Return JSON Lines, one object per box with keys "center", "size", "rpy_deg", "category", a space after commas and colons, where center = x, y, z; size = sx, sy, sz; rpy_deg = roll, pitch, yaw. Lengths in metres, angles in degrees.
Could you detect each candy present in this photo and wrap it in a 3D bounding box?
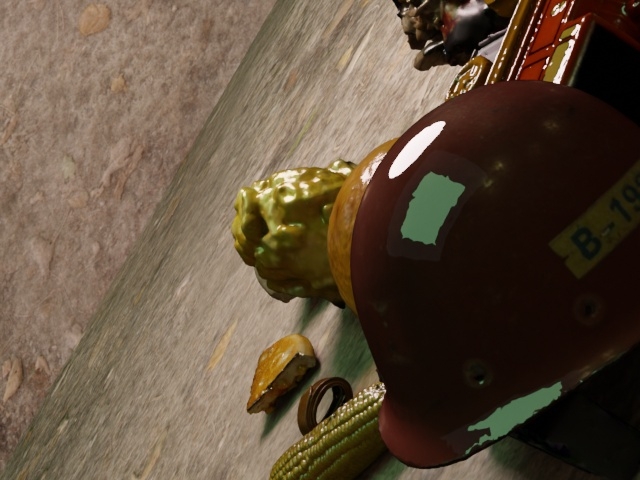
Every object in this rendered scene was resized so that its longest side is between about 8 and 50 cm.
{"center": [0.188, 0.153, 1.418], "size": [0.061, 0.088, 0.312], "rpy_deg": [-61, 16, -5], "category": "candy"}

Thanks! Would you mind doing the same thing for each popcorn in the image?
{"center": [0.000, 0.000, 2.027], "size": [0.266, 0.233, 0.192], "rpy_deg": [56, -150, -69], "category": "popcorn"}

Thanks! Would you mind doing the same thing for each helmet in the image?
{"center": [0.151, -0.010, 1.381], "size": [0.385, 0.230, 0.337], "rpy_deg": [-40, 16, -26], "category": "helmet"}

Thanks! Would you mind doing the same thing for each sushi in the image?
{"center": [0.211, -0.347, 2.095], "size": [0.225, 0.219, 0.238], "rpy_deg": [-28, -24, -19], "category": "sushi"}

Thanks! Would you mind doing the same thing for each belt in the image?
{"center": [0.005, 0.205, 1.904], "size": [0.083, 0.059, 0.036], "rpy_deg": [-63, 16, -17], "category": "belt"}

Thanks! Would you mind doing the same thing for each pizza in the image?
{"center": [-0.056, 0.187, 2.148], "size": [0.178, 0.041, 0.131], "rpy_deg": [-29, 31, 59], "category": "pizza"}

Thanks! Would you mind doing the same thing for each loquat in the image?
{"center": [0.108, -0.007, 1.743], "size": [0.238, 0.193, 0.238], "rpy_deg": [-159, 90, -81], "category": "loquat"}

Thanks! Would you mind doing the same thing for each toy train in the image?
{"center": [0.270, -0.193, 1.668], "size": [0.231, 0.163, 0.369], "rpy_deg": [-19, 43, 60], "category": "toy train"}

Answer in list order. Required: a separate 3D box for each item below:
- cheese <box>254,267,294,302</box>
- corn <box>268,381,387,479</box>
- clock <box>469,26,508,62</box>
{"center": [-0.011, -0.020, 2.234], "size": [0.202, 0.091, 0.175], "rpy_deg": [-57, -3, 34], "category": "cheese"}
{"center": [0.022, 0.234, 1.772], "size": [0.231, 0.080, 0.080], "rpy_deg": [-48, 19, 35], "category": "corn"}
{"center": [0.220, -0.170, 1.929], "size": [0.147, 0.071, 0.192], "rpy_deg": [-26, 36, 62], "category": "clock"}
